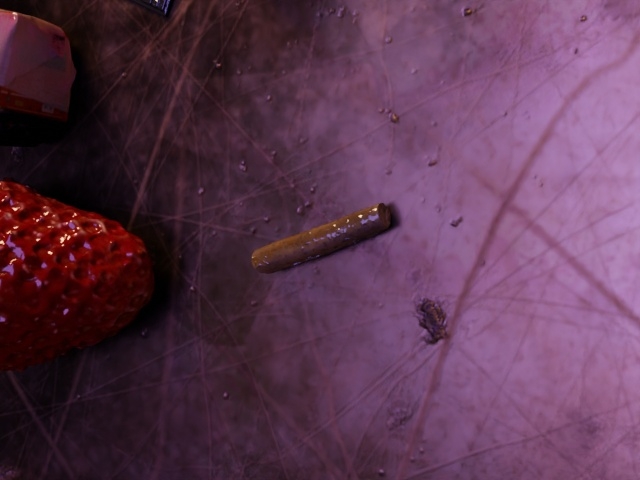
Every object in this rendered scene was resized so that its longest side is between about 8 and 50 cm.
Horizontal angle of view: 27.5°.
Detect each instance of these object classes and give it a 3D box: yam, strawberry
[{"bbox_3d":[0.000,0.000,1.229,0.145,0.032,0.032,-21,81,29],"label":"yam"},{"bbox_3d":[-0.287,0.036,1.335,0.244,0.205,0.205,-2,91,9],"label":"strawberry"}]

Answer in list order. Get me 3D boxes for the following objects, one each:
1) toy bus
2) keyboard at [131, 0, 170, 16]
[{"bbox_3d":[-0.409,-0.181,1.409,0.302,0.127,0.147,11,93,31],"label":"toy bus"},{"bbox_3d":[-0.224,-0.297,1.360,0.198,0.010,0.064,29,108,26],"label":"keyboard"}]
